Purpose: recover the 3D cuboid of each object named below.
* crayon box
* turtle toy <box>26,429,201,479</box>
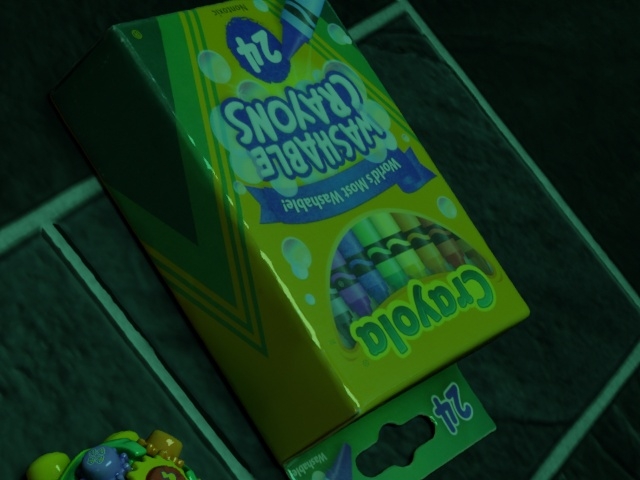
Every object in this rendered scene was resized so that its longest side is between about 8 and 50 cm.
[{"bbox_3d":[0.000,0.000,1.022,0.203,0.083,0.323,-24,79,-51],"label":"crayon box"},{"bbox_3d":[-0.104,0.141,0.821,0.130,0.066,0.095,-11,69,-48],"label":"turtle toy"}]
